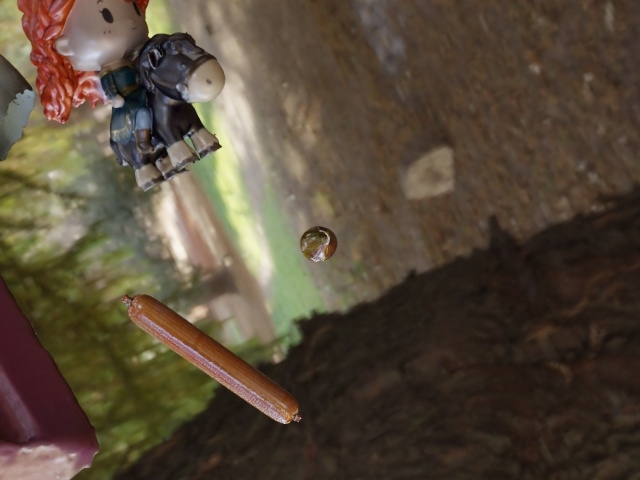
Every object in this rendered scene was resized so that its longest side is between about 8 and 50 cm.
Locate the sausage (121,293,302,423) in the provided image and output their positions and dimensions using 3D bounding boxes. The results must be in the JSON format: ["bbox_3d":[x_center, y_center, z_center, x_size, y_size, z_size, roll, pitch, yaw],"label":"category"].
[{"bbox_3d":[-0.171,0.189,1.878,0.347,0.053,0.053,36,178,-10],"label":"sausage"}]

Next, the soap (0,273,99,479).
[{"bbox_3d":[-0.339,0.061,0.821,0.233,0.128,0.359,9,-150,-46],"label":"soap"}]

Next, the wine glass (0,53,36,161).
[{"bbox_3d":[-0.637,-0.253,1.898,0.322,0.238,0.238,28,174,-3],"label":"wine glass"}]

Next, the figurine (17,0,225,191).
[{"bbox_3d":[-0.324,-0.280,1.954,0.411,0.241,0.306,41,140,18],"label":"figurine"}]

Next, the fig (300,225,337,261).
[{"bbox_3d":[0.000,0.000,1.537,0.050,0.050,0.083,64,165,10],"label":"fig"}]
